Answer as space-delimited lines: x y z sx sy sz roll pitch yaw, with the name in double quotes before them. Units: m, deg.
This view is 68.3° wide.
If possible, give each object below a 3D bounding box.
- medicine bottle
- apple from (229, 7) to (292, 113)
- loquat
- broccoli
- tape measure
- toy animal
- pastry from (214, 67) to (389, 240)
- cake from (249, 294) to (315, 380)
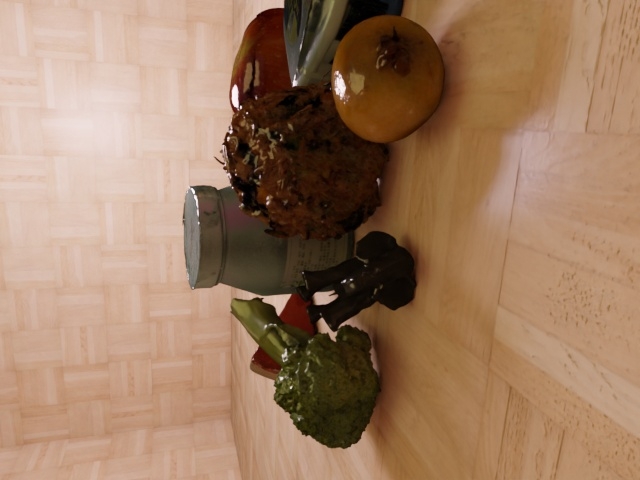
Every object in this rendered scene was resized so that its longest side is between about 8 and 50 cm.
"medicine bottle" -0.114 -0.007 0.934 0.245 0.289 0.245 177 90 -66
"apple" -0.080 -0.353 1.002 0.272 0.206 0.252 153 125 -69
"loquat" 0.081 -0.197 0.582 0.163 0.137 0.163 -169 90 -85
"broccoli" 0.001 0.208 0.829 0.254 0.186 0.302 48 -176 -33
"tape measure" 0.025 -0.391 0.757 0.262 0.138 0.260 120 143 -60
"toy animal" 0.048 0.056 0.695 0.245 0.146 0.115 -179 68 -76
"pastry" -0.024 -0.118 0.731 0.193 0.274 0.275 -112 23 -81
"cake" -0.104 0.228 1.191 0.158 0.159 0.262 114 152 -61
